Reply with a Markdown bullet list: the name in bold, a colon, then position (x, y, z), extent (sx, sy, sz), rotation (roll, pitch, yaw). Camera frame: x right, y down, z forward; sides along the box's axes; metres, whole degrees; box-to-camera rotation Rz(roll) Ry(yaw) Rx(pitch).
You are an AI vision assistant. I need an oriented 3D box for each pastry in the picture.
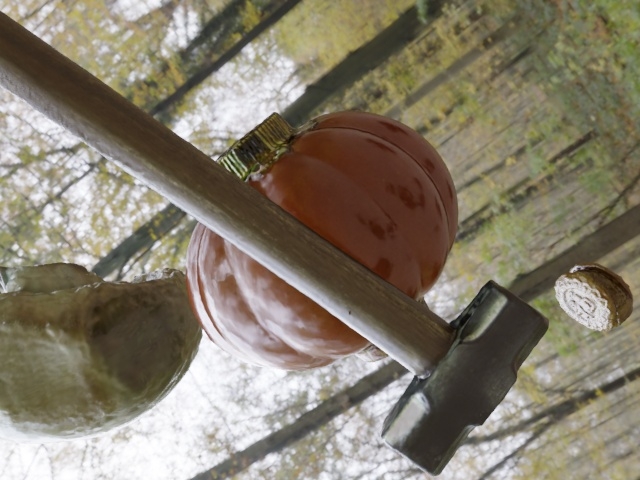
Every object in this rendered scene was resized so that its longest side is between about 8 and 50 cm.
- **pastry**: position (0.372, 0.076, 0.976), extent (0.097, 0.057, 0.109), rotation (30, 150, 43)

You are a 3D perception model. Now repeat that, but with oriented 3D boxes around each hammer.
- **hammer**: position (-0.048, -0.013, 0.407), extent (0.365, 0.111, 0.043), rotation (35, -177, -2)

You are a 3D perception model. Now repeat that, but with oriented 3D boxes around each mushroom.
- **mushroom**: position (-0.238, 0.119, 0.759), extent (0.267, 0.164, 0.190), rotation (5, -96, -46)

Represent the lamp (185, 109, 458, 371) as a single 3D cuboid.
- **lamp**: position (0.000, 0.000, 0.551), extent (0.197, 0.223, 0.223), rotation (51, -161, -12)
